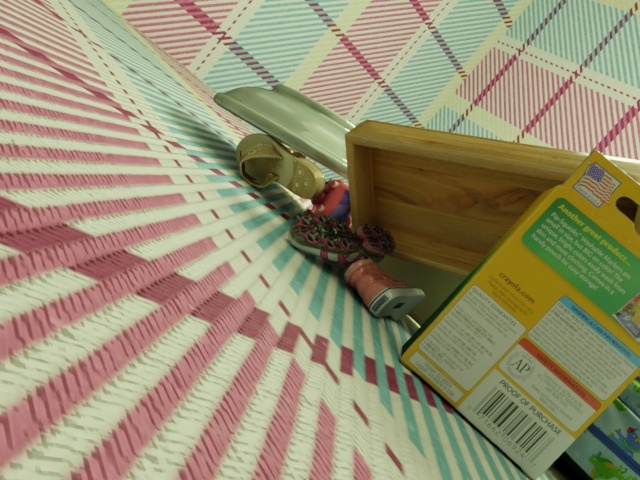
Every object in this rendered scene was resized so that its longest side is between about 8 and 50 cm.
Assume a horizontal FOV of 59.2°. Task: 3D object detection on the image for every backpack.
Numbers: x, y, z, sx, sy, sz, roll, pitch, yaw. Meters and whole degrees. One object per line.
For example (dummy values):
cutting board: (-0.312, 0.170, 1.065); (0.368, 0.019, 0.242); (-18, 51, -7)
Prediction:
backpack: (0.480, 0.312, 0.774); (0.290, 0.273, 0.355); (36, 20, -46)

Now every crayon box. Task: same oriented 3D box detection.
crayon box: (0.276, 0.084, 0.661); (0.203, 0.323, 0.083); (42, 7, 7)

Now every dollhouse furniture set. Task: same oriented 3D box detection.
dollhouse furniture set: (0.314, 0.039, 1.101); (0.394, 0.362, 0.256); (-8, 41, -42)

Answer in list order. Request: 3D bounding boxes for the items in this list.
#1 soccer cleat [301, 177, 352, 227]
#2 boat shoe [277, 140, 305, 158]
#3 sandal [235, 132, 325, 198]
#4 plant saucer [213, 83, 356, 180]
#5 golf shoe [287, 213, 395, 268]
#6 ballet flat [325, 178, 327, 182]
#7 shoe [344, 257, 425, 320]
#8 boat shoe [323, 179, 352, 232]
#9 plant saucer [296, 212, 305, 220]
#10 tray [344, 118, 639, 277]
soccer cleat: (0.030, -0.050, 1.018); (0.095, 0.083, 0.248); (31, -9, -8)
boat shoe: (-0.114, -0.216, 1.394); (0.095, 0.095, 0.257); (36, 6, 13)
sandal: (-0.101, -0.131, 0.983); (0.079, 0.088, 0.240); (-12, 30, -44)
plant saucer: (-0.020, -0.222, 1.148); (0.400, 0.100, 0.400); (29, 6, -3)
golf shoe: (0.024, 0.014, 0.840); (0.186, 0.086, 0.067); (10, 47, -37)
ballet flat: (0.005, -0.144, 1.662); (0.080, 0.073, 0.232); (41, 0, 42)
shoe: (0.098, 0.072, 0.850); (0.081, 0.063, 0.178); (49, 14, 23)
boat shoe: (0.108, -0.040, 1.224); (0.112, 0.095, 0.335); (29, -15, 45)
plant saucer: (0.000, 0.000, 0.949); (0.119, 0.021, 0.119); (40, 7, -6)
tray: (0.233, -0.042, 0.809); (0.411, 0.076, 0.203); (16, -51, 30)
